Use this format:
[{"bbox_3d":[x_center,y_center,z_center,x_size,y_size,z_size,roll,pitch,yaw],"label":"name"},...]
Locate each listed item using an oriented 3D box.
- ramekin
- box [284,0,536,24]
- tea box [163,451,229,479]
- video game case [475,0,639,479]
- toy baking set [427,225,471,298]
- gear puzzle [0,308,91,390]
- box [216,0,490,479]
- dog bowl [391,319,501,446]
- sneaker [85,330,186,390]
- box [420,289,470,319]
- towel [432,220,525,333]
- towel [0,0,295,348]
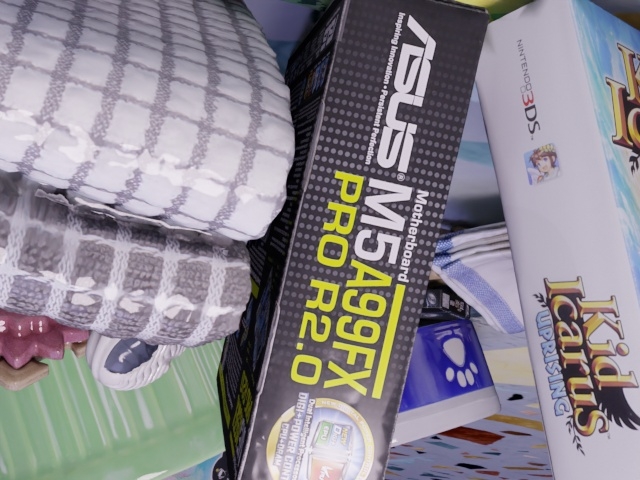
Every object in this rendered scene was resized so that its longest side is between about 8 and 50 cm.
[{"bbox_3d":[-0.175,0.102,0.864,0.303,0.148,0.303,-19,-176,1],"label":"ramekin"},{"bbox_3d":[0.035,-0.181,0.365,0.232,0.058,0.322,13,162,-9],"label":"box"},{"bbox_3d":[-0.256,0.265,1.492,0.324,0.220,0.329,20,157,-30],"label":"tea box"},{"bbox_3d":[0.191,0.028,0.519,0.061,0.244,0.269,-23,158,38],"label":"video game case"},{"bbox_3d":[0.113,0.029,0.955,0.256,0.030,0.197,14,160,-14],"label":"toy baking set"},{"bbox_3d":[-0.258,-0.022,0.739,0.339,0.175,0.044,28,126,28],"label":"gear puzzle"},{"bbox_3d":[0.000,0.000,0.531,0.060,0.216,0.270,12,-179,-7],"label":"box"},{"bbox_3d":[0.052,0.170,1.114,0.265,0.104,0.265,-16,171,-3],"label":"dog bowl"},{"bbox_3d":[-0.130,-0.025,0.647,0.153,0.235,0.094,20,148,4],"label":"sneaker"},{"bbox_3d":[0.101,0.063,1.007,0.067,0.018,0.083,-2,167,27],"label":"box"},{"bbox_3d":[0.247,0.022,0.817,0.285,0.034,0.209,-10,155,23],"label":"towel"},{"bbox_3d":[-0.150,-0.071,0.455,0.235,0.121,0.283,15,-159,-18],"label":"towel"}]
